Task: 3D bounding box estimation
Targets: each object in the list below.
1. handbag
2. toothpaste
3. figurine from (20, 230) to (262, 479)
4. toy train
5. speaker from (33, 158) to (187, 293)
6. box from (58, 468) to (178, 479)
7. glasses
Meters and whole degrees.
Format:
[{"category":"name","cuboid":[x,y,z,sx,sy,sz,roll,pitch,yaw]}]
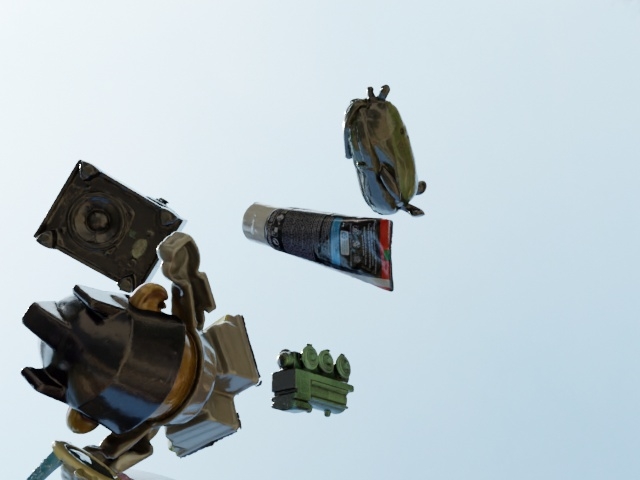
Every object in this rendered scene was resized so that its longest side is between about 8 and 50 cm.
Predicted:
[{"category":"handbag","cuboid":[0.045,-0.064,0.652,0.047,0.111,0.072,-8,-138,18]},{"category":"toothpaste","cuboid":[0.000,0.000,0.878,0.193,0.071,0.045,12,-158,43]},{"category":"figurine","cuboid":[-0.196,0.139,0.990,0.143,0.308,0.308,-2,-149,31]},{"category":"toy train","cuboid":[-0.011,0.231,1.415,0.170,0.071,0.111,26,-123,-47]},{"category":"speaker","cuboid":[-0.402,-0.031,1.709,0.232,0.184,0.254,30,178,-6]},{"category":"box","cuboid":[-0.326,0.492,1.350,0.216,0.301,0.301,8,-152,43]},{"category":"glasses","cuboid":[-0.291,0.308,0.928,0.220,0.190,0.088,-31,-136,1]}]
